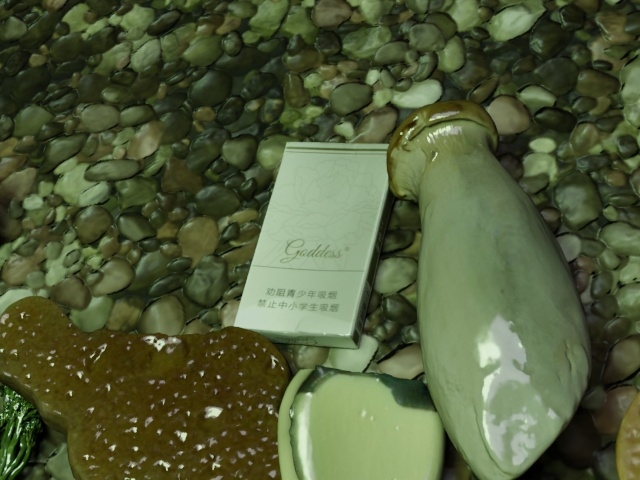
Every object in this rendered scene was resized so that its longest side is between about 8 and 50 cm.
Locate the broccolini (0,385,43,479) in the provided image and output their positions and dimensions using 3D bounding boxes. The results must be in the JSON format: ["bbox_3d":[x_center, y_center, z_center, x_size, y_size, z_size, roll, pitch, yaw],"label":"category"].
[{"bbox_3d":[-0.263,0.210,0.992,0.054,0.051,0.239,21,56,-20],"label":"broccolini"}]

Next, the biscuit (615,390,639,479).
[{"bbox_3d":[0.349,0.144,0.825,0.289,0.044,0.202,-12,51,9],"label":"biscuit"}]

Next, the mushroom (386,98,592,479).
[{"bbox_3d":[0.126,0.031,0.935,0.128,0.128,0.350,-18,49,6],"label":"mushroom"}]

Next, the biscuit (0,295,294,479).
[{"bbox_3d":[-0.134,0.134,0.978,0.320,0.047,0.183,19,54,17],"label":"biscuit"}]

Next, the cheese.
[{"bbox_3d":[0.026,0.217,0.868,0.127,0.054,0.251,9,66,-9],"label":"cheese"}]

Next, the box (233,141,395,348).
[{"bbox_3d":[0.001,0.000,1.057,0.109,0.029,0.198,3,58,20],"label":"box"}]
